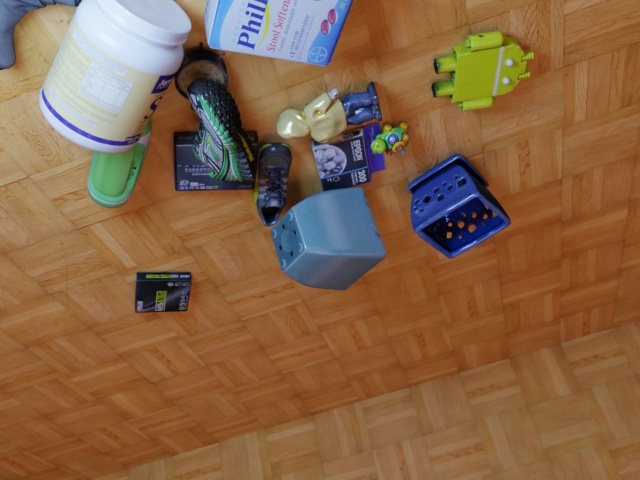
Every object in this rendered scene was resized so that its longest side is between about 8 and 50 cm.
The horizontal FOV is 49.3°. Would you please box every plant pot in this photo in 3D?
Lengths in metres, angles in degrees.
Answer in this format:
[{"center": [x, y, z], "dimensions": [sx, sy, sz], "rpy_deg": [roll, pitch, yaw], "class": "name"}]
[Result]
[{"center": [0.000, 0.000, 2.109], "dimensions": [0.252, 0.247, 0.248], "rpy_deg": [-2, 152, -36], "class": "plant pot"}, {"center": [0.417, -0.117, 2.177], "dimensions": [0.235, 0.212, 0.236], "rpy_deg": [-32, 139, 24], "class": "plant pot"}]

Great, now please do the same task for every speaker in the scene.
[{"center": [-0.531, -0.222, 1.838], "dimensions": [0.131, 0.131, 0.297], "rpy_deg": [7, 138, -24], "class": "speaker"}]

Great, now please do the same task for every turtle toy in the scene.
[{"center": [0.203, -0.283, 2.012], "dimensions": [0.130, 0.066, 0.095], "rpy_deg": [-10, 141, -17], "class": "turtle toy"}]

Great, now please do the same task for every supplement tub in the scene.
[{"center": [-0.451, -0.386, 1.542], "dimensions": [0.241, 0.241, 0.331], "rpy_deg": [17, 126, -33], "class": "supplement tub"}]

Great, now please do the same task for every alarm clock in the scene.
[{"center": [-0.299, -0.396, 1.734], "dimensions": [0.129, 0.064, 0.192], "rpy_deg": [-1, 139, -16], "class": "alarm clock"}]

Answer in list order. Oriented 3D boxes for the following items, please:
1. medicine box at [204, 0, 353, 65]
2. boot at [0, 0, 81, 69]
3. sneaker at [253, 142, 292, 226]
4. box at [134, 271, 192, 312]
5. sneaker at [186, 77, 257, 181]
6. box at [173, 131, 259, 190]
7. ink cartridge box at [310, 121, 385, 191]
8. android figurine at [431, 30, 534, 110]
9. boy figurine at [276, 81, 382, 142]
[{"center": [-0.088, -0.549, 1.533], "dimensions": [0.289, 0.149, 0.264], "rpy_deg": [3, 140, -21], "class": "medicine box"}, {"center": [-0.614, -0.500, 1.471], "dimensions": [0.222, 0.118, 0.338], "rpy_deg": [-4, 144, -15], "class": "boot"}, {"center": [-0.133, -0.162, 2.032], "dimensions": [0.111, 0.121, 0.300], "rpy_deg": [-5, 142, -11], "class": "sneaker"}, {"center": [-0.545, 0.180, 2.409], "dimensions": [0.184, 0.045, 0.191], "rpy_deg": [-1, 140, -19], "class": "box"}, {"center": [-0.271, -0.260, 1.768], "dimensions": [0.146, 0.134, 0.344], "rpy_deg": [-7, 142, 8], "class": "sneaker"}, {"center": [-0.294, -0.221, 1.961], "dimensions": [0.232, 0.059, 0.183], "rpy_deg": [-2, 140, -13], "class": "box"}, {"center": [0.089, -0.240, 2.063], "dimensions": [0.208, 0.045, 0.206], "rpy_deg": [-16, 143, 1], "class": "ink cartridge box"}, {"center": [0.439, -0.457, 1.883], "dimensions": [0.272, 0.056, 0.248], "rpy_deg": [-8, 142, -4], "class": "android figurine"}, {"center": [0.022, -0.331, 1.890], "dimensions": [0.285, 0.092, 0.177], "rpy_deg": [-16, 143, 5], "class": "boy figurine"}]
